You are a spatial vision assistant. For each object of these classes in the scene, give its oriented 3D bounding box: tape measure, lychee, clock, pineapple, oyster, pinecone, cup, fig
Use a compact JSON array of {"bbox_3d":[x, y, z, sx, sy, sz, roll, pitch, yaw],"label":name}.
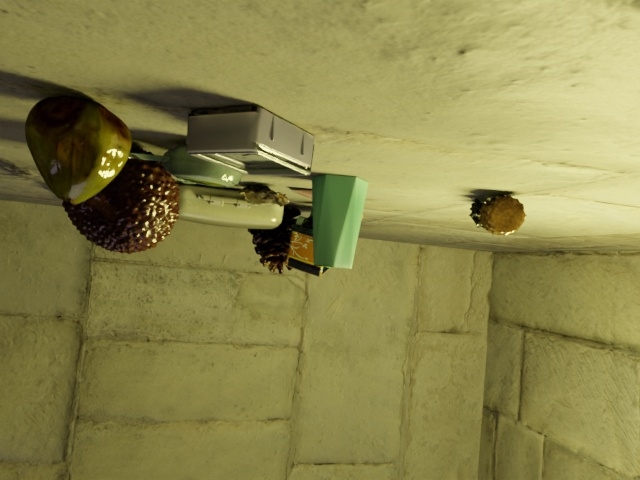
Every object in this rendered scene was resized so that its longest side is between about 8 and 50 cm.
[{"bbox_3d":[-0.290,-0.164,1.034,0.164,0.084,0.330,1,176,31],"label":"tape measure"},{"bbox_3d":[-0.435,-0.102,1.181,0.271,0.271,0.271,5,177,0],"label":"lychee"},{"bbox_3d":[-0.112,-0.162,0.885,0.145,0.073,0.193,4,177,28],"label":"clock"},{"bbox_3d":[0.475,-0.070,1.432,0.119,0.111,0.237,37,-175,-3],"label":"pineapple"},{"bbox_3d":[-0.179,-0.141,1.603,0.177,0.056,0.105,1,169,42],"label":"oyster"},{"bbox_3d":[-0.167,-0.015,2.107,0.244,0.309,0.244,-11,156,-5],"label":"pinecone"},{"bbox_3d":[0.041,-0.045,1.350,0.134,0.235,0.148,2,174,32],"label":"cup"},{"bbox_3d":[-0.385,-0.144,0.840,0.144,0.165,0.154,23,-162,29],"label":"fig"}]

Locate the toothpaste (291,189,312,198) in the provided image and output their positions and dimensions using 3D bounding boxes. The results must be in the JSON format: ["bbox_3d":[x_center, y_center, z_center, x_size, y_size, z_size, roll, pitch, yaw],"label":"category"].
[{"bbox_3d":[0.008,-0.134,1.589,0.195,0.042,0.067,10,-179,7],"label":"toothpaste"}]

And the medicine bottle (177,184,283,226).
[{"bbox_3d":[-0.323,-0.109,1.793,0.375,0.123,0.282,5,179,-15],"label":"medicine bottle"}]

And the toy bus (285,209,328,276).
[{"bbox_3d":[0.000,0.000,1.981,0.162,0.194,0.323,17,-163,14],"label":"toy bus"}]
